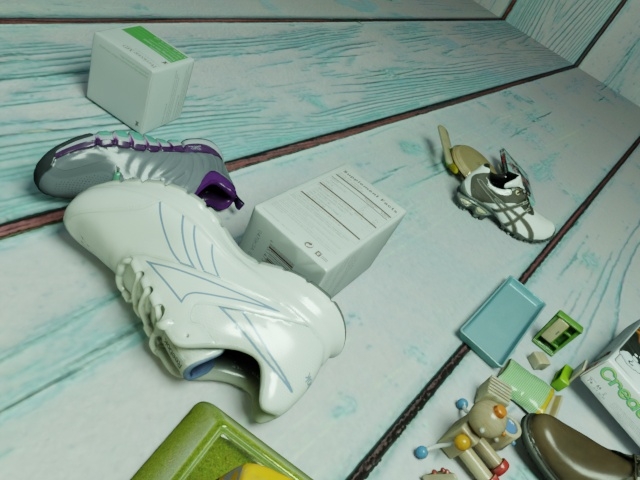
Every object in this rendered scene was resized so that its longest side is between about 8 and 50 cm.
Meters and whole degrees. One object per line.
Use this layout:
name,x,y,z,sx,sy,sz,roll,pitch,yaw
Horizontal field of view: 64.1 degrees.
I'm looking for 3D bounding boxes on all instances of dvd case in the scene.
dvd case,0.401,-0.130,1.044,0.087,0.013,0.119,41,33,-18

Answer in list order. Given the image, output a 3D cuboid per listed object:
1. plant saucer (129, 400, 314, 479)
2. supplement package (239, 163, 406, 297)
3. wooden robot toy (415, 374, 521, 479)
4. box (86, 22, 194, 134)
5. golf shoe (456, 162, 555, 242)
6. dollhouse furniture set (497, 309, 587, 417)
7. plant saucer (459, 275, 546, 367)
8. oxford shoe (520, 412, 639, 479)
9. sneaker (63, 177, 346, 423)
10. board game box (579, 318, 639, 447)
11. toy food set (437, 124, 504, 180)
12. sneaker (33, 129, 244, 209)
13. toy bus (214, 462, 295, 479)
plant saucer,-0.061,0.220,0.357,0.188,0.045,0.188,34,38,7
supplement package,0.000,0.000,0.595,0.105,0.105,0.179,40,39,15
wooden robot toy,0.168,0.188,0.507,0.076,0.079,0.173,44,41,19
box,-0.246,-0.221,0.697,0.101,0.102,0.087,35,40,6
golf shoe,0.338,-0.064,0.889,0.198,0.094,0.077,23,37,-10
dollhouse furniture set,0.283,0.152,0.636,0.076,0.059,0.151,41,39,16
plant saucer,0.251,0.108,0.701,0.067,0.018,0.192,43,41,18
oxford shoe,0.316,0.244,0.523,0.227,0.096,0.083,33,40,9
sneaker,-0.120,0.047,0.472,0.297,0.111,0.129,31,45,6
board game box,0.481,0.250,0.631,0.193,0.053,0.305,-16,61,-43
toy food set,0.297,-0.136,0.997,0.192,0.038,0.132,26,42,-21
sneaker,-0.190,-0.064,0.574,0.223,0.083,0.098,-14,59,-42
toy bus,0.081,0.244,0.306,0.332,0.130,0.108,36,41,-20
